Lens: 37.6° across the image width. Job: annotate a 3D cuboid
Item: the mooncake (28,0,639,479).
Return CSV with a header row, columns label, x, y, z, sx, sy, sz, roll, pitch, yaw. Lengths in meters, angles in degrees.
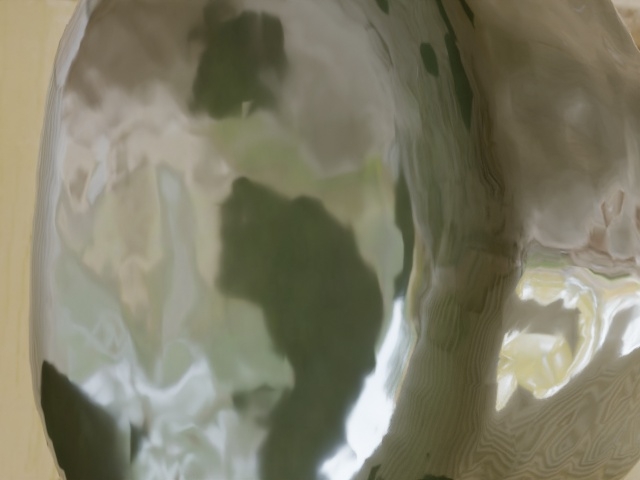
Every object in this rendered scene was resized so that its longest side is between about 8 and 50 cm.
label,x,y,z,sx,sy,sz,roll,pitch,yaw
mooncake,0.000,0.000,0.482,0.194,0.356,0.356,6,-169,-43
